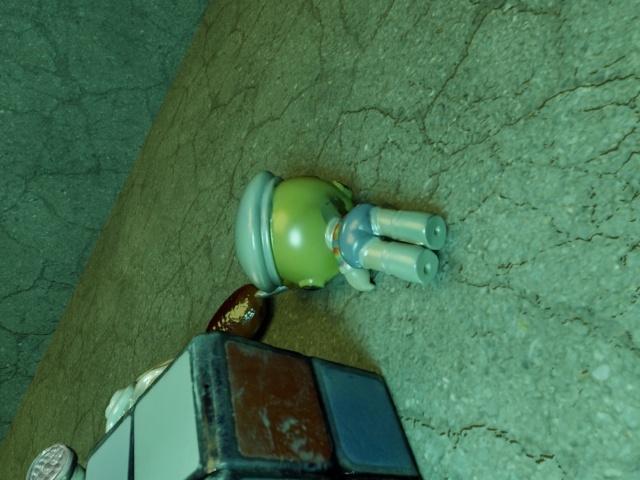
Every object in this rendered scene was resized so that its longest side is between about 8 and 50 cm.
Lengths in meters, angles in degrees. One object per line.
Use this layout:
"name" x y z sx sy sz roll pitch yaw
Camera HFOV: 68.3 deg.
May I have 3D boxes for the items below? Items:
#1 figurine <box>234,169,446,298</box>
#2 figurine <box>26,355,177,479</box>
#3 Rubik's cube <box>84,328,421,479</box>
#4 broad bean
"figurine" 0.008 -0.030 0.755 0.382 0.205 0.224 -10 70 40
"figurine" -0.291 0.356 0.831 0.361 0.253 0.211 -44 12 -13
"Rubik's cube" -0.075 0.340 0.554 0.313 0.318 0.316 -45 42 25
"broad bean" -0.169 0.163 0.971 0.165 0.084 0.114 -43 59 20
